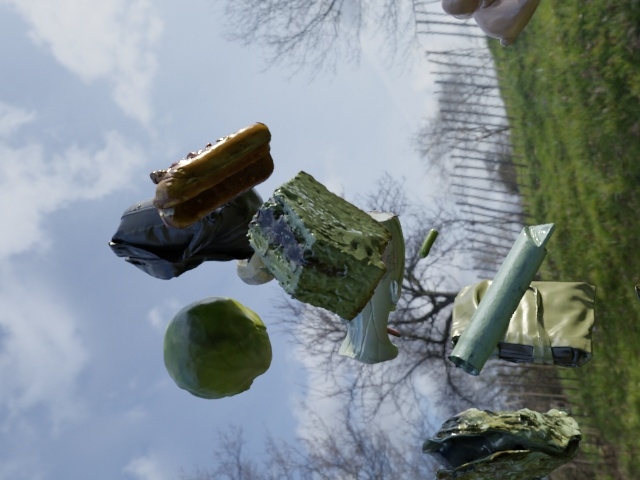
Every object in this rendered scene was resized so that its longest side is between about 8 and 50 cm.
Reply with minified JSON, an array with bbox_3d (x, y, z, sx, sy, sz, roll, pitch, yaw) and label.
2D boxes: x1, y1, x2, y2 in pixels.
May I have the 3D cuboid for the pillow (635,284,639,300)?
[{"bbox_3d":[0.925,0.218,1.477,0.130,0.033,0.218,2,-118,-34],"label":"pillow"}]

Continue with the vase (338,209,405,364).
[{"bbox_3d":[0.134,0.143,1.642,0.250,0.249,0.446,-24,-66,-63],"label":"vase"}]

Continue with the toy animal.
[{"bbox_3d":[0.309,-0.469,1.015,0.197,0.171,0.171,44,-154,10],"label":"toy animal"}]

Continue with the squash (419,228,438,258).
[{"bbox_3d":[0.284,0.011,1.447,0.083,0.027,0.027,-59,-37,-19],"label":"squash"}]

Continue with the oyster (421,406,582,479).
[{"bbox_3d":[0.346,0.377,1.007,0.350,0.162,0.158,-6,-102,-24],"label":"oyster"}]

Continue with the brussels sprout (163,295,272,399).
[{"bbox_3d":[-0.326,0.328,1.721,0.343,0.268,0.345,-6,-76,-25],"label":"brussels sprout"}]

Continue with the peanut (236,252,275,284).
[{"bbox_3d":[-0.237,0.088,2.152,0.158,0.340,0.174,6,-98,-25],"label":"peanut"}]

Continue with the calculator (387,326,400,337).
[{"bbox_3d":[0.172,0.276,1.847,0.126,0.190,0.034,27,-90,-50],"label":"calculator"}]

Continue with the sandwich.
[{"bbox_3d":[0.000,0.001,1.047,0.131,0.262,0.325,-54,3,21],"label":"sandwich"}]

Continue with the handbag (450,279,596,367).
[{"bbox_3d":[0.452,0.173,1.242,0.253,0.315,0.109,-52,-44,-51],"label":"handbag"}]

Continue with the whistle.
[{"bbox_3d":[0.326,0.093,0.965,0.312,0.062,0.062,-54,-39,-17],"label":"whistle"}]

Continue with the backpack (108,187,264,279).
[{"bbox_3d":[-0.389,-0.034,1.622,0.363,0.445,0.255,57,-161,-63],"label":"backpack"}]

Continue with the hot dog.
[{"bbox_3d":[-0.250,-0.161,1.293,0.348,0.117,0.158,-38,-32,-31],"label":"hot dog"}]
